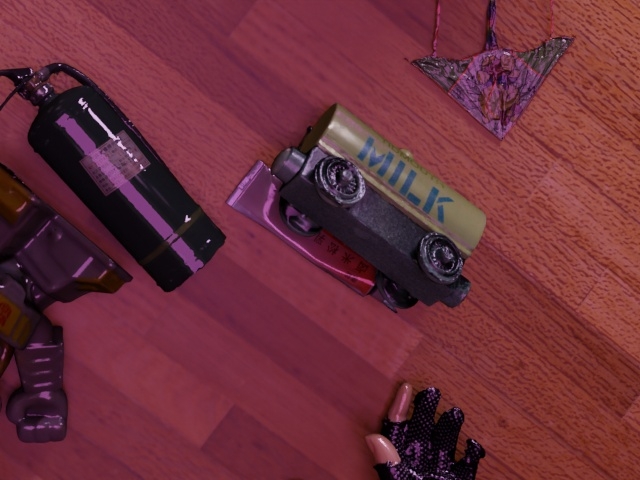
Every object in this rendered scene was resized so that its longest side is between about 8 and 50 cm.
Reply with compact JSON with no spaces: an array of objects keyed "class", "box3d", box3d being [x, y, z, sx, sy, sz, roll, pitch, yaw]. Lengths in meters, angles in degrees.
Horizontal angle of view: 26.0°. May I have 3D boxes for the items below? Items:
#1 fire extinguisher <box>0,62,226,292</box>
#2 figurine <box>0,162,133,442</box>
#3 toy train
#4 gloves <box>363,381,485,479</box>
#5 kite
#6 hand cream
[{"class":"fire extinguisher","box3d":[-0.226,-0.083,1.434,0.294,0.093,0.118,49,61,-10]},{"class":"figurine","box3d":[-0.356,0.076,1.385,0.342,0.167,0.285,44,84,-15]},{"class":"toy train","box3d":[0.067,-0.040,1.478,0.253,0.105,0.157,35,51,-13]},{"class":"gloves","box3d":[0.112,0.248,1.532,0.129,0.106,0.180,-9,69,-10]},{"class":"kite","box3d":[0.187,-0.231,1.530,0.198,0.006,0.244,-5,97,-9]},{"class":"hand cream","box3d":[0.000,-0.001,1.511,0.216,0.038,0.052,37,61,-8]}]
